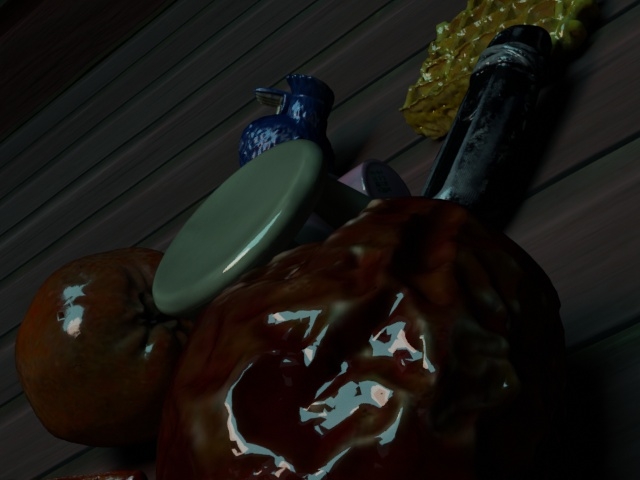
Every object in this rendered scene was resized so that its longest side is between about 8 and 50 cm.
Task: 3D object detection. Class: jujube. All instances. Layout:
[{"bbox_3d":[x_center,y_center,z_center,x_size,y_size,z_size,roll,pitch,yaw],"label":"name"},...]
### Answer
[{"bbox_3d":[0.035,0.124,0.932,0.276,0.276,0.377,-36,10,24],"label":"jujube"}]

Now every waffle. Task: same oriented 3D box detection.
[{"bbox_3d":[0.207,-0.228,1.538,0.229,0.057,0.219,-25,29,39],"label":"waffle"}]

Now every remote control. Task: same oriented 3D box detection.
[{"bbox_3d":[0.151,-0.107,1.338,0.090,0.066,0.266,-6,52,41],"label":"remote control"}]

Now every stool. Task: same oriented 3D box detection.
[{"bbox_3d":[-0.013,0.041,1.251,0.195,0.198,0.195,-26,30,44],"label":"stool"}]

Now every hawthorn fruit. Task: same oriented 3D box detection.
[{"bbox_3d":[-0.225,0.132,1.508,0.262,0.210,0.210,-50,11,46],"label":"hawthorn fruit"}]

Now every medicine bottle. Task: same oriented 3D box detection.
[{"bbox_3d":[0.000,0.000,1.410,0.188,0.119,0.094,-33,25,31],"label":"medicine bottle"}]

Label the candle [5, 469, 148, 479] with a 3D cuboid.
[{"bbox_3d":[-0.271,0.274,1.520,0.329,0.048,0.051,-16,76,53],"label":"candle"}]

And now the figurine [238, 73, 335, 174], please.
[{"bbox_3d":[-0.055,-0.063,1.672,0.262,0.120,0.164,-65,15,-4],"label":"figurine"}]
